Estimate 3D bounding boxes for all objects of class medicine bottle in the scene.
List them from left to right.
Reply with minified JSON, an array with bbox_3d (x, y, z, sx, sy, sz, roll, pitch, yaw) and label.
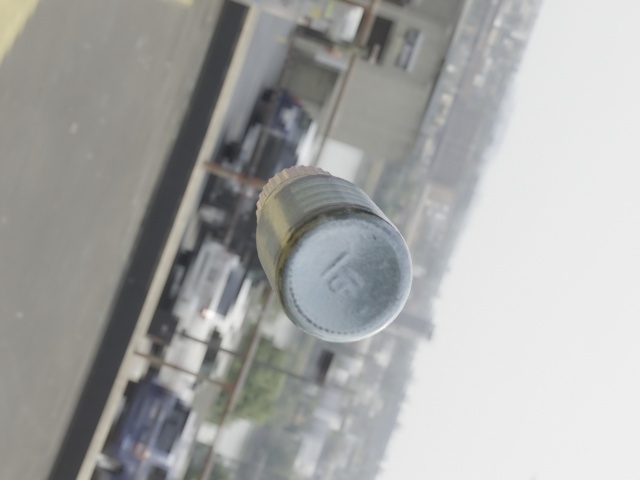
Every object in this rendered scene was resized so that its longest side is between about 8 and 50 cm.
[{"bbox_3d":[0.000,0.000,0.973,0.203,0.083,0.083,-126,-126,-74],"label":"medicine bottle"}]
